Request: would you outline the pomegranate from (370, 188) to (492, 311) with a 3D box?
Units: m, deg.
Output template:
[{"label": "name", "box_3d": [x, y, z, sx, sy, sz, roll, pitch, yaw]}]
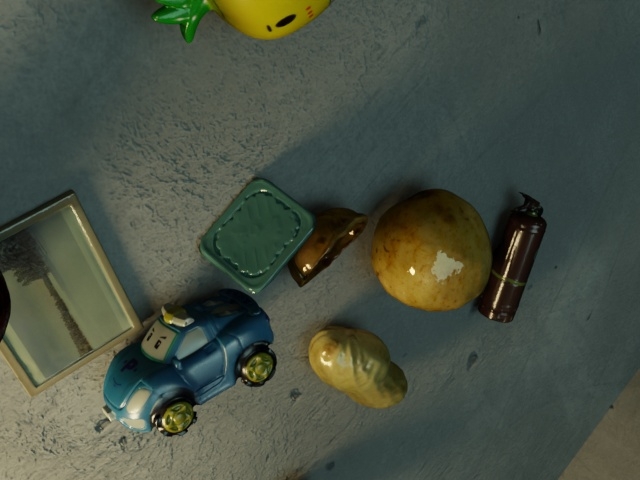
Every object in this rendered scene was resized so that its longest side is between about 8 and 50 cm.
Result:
[{"label": "pomegranate", "box_3d": [0.234, 0.025, 1.478, 0.260, 0.260, 0.261, -19, 122, -32]}]

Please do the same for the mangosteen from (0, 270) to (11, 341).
[{"label": "mangosteen", "box_3d": [-0.510, 0.087, 0.915, 0.209, 0.210, 0.210, -19, 122, -32]}]

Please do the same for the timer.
[{"label": "timer", "box_3d": [-0.121, -0.381, 0.972, 0.285, 0.285, 0.285, -19, 122, -32]}]

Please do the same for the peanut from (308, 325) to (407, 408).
[{"label": "peanut", "box_3d": [0.097, 0.283, 1.563, 0.148, 0.147, 0.319, -53, 131, -5]}]

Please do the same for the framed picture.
[{"label": "framed picture", "box_3d": [-0.423, 0.089, 1.114, 0.213, 0.016, 0.289, -33, 129, -23]}]

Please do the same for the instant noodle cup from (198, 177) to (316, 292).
[{"label": "instant noodle cup", "box_3d": [-0.105, -0.002, 1.255, 0.179, 0.157, 0.070, -49, 156, -9]}]

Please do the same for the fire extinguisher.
[{"label": "fire extinguisher", "box_3d": [0.481, 0.038, 1.782, 0.141, 0.105, 0.342, -6, 118, -39]}]

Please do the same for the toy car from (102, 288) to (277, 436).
[{"label": "toy car", "box_3d": [-0.232, 0.193, 1.211, 0.314, 0.198, 0.166, -28, 116, -26]}]

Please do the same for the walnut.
[{"label": "walnut", "box_3d": [-0.001, -0.002, 1.358, 0.211, 0.087, 0.167, -37, 164, -50]}]
